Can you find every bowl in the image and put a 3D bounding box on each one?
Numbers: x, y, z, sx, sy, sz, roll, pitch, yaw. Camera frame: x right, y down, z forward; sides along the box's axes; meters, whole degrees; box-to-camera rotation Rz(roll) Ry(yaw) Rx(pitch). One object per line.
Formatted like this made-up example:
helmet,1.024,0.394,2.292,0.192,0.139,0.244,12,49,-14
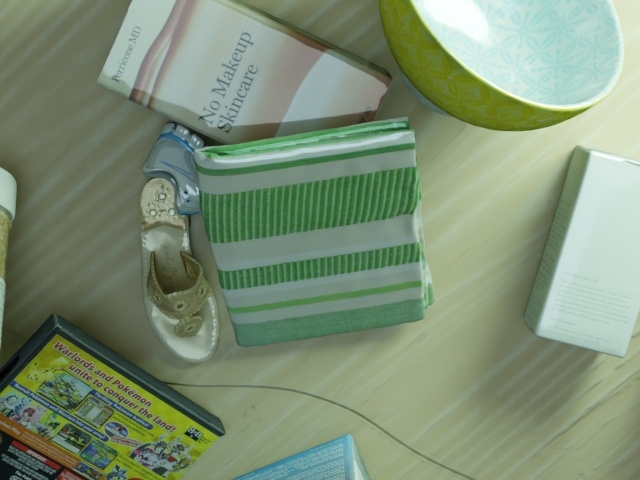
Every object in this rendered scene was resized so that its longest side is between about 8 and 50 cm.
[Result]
bowl,0.172,-0.226,1.316,0.289,0.289,0.156,36,142,-7

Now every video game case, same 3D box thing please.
video game case,-0.294,0.247,1.427,0.248,0.035,0.275,-46,123,8

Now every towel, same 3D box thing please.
towel,0.000,0.000,1.345,0.248,0.038,0.324,-9,139,1

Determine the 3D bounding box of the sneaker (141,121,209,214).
sneaker,-0.126,-0.051,1.395,0.191,0.071,0.083,35,69,0

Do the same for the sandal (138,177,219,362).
sandal,-0.178,0.044,1.419,0.088,0.079,0.240,-9,101,1

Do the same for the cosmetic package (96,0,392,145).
cosmetic package,-0.083,-0.185,1.350,0.296,0.129,0.153,23,101,-5

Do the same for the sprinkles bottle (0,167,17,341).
sprinkles bottle,-0.412,0.089,1.321,0.121,0.121,0.355,-1,69,-1

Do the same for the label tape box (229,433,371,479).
label tape box,-0.055,0.363,1.347,0.249,0.347,0.115,-22,101,4

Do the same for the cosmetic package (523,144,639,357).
cosmetic package,0.333,0.012,1.420,0.117,0.085,0.231,15,99,-4
